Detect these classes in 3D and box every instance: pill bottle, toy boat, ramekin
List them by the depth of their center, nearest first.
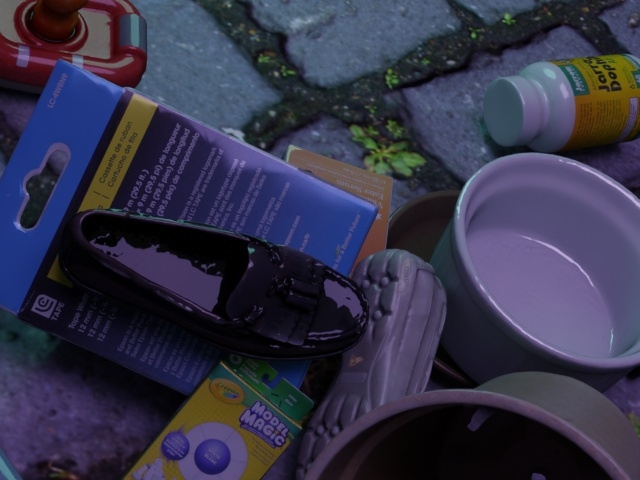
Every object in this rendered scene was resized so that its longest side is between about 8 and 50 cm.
[{"bbox_3d":[0.249,0.051,1.672,0.277,0.135,0.277,13,51,-16],"label":"ramekin"},{"bbox_3d":[-0.297,-0.253,1.694,0.231,0.151,0.151,8,52,-19],"label":"toy boat"},{"bbox_3d":[0.315,-0.173,1.931,0.208,0.117,0.117,-9,60,-29],"label":"pill bottle"}]

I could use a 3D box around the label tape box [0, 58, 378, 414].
[{"bbox_3d":[-0.151,0.007,1.515,0.348,0.115,0.249,25,86,-4],"label":"label tape box"}]

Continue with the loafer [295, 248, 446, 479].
[{"bbox_3d":[0.061,0.167,1.538,0.111,0.112,0.319,31,70,-38],"label":"loafer"}]

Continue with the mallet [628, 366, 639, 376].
[{"bbox_3d":[0.345,0.078,1.816,0.062,0.039,0.189,-16,60,-33],"label":"mallet"}]

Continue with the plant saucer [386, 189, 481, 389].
[{"bbox_3d":[0.186,0.063,1.750,0.278,0.041,0.278,12,52,-15],"label":"plant saucer"}]

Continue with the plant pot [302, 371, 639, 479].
[{"bbox_3d":[0.176,0.262,1.401,0.334,0.334,0.305,42,21,9],"label":"plant pot"}]

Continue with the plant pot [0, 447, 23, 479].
[{"bbox_3d":[-0.376,0.256,1.231,0.247,0.248,0.252,-9,44,-29],"label":"plant pot"}]

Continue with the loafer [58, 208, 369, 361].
[{"bbox_3d":[-0.096,0.038,1.409,0.302,0.095,0.109,15,73,-5],"label":"loafer"}]

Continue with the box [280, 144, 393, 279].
[{"bbox_3d":[0.000,0.000,1.679,0.130,0.091,0.170,17,50,-12],"label":"box"}]

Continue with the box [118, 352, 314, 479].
[{"bbox_3d":[-0.097,0.195,1.446,0.105,0.043,0.179,39,88,-5],"label":"box"}]
